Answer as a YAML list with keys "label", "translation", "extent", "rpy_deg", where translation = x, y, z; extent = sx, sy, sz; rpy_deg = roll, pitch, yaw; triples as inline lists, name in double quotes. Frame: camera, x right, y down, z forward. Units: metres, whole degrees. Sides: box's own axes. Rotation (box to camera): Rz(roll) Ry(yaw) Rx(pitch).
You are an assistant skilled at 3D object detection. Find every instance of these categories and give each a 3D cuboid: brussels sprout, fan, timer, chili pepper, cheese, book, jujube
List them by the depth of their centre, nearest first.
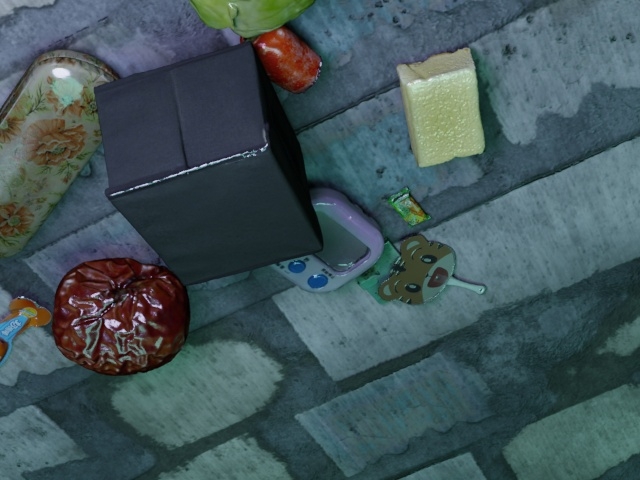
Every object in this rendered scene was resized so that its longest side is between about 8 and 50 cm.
- label: "brussels sprout"
  translation: [-0.096, -0.398, 1.629]
  extent: [0.244, 0.244, 0.244]
  rpy_deg: [-5, 133, -5]
- label: "chili pepper"
  translation: [-0.083, -0.298, 1.800]
  extent: [0.192, 0.084, 0.086]
  rpy_deg: [30, 105, -37]
- label: "jujube"
  translation: [-0.348, 0.138, 2.064]
  extent: [0.232, 0.213, 0.213]
  rpy_deg: [3, 132, -3]
- label: "timer"
  translation: [0.000, 0.000, 2.096]
  extent: [0.190, 0.069, 0.208]
  rpy_deg: [-36, 127, 21]
- label: "cheese"
  translation: [-0.605, 0.185, 2.181]
  extent: [0.256, 0.037, 0.106]
  rpy_deg: [-36, 130, 23]
- label: "book"
  translation: [0.117, 0.062, 2.208]
  extent: [0.103, 0.017, 0.135]
  rpy_deg: [-30, 130, 16]
- label: "fan"
  translation: [0.225, 0.070, 2.228]
  extent: [0.226, 0.008, 0.153]
  rpy_deg: [14, 116, -28]

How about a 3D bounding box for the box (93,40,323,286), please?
- label: "box"
  translation: [-0.166, -0.109, 1.812]
  extent: [0.251, 0.205, 0.345]
  rpy_deg: [-16, 152, 6]

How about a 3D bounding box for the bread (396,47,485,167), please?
- label: "bread"
  translation: [0.203, -0.218, 1.933]
  extent: [0.125, 0.068, 0.188]
  rpy_deg: [-13, 132, 3]

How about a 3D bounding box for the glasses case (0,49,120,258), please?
- label: "glasses case"
  translation: [-0.468, -0.129, 1.874]
  extent: [0.156, 0.098, 0.425]
  rpy_deg: [24, 123, -30]

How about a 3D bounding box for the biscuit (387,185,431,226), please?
- label: "biscuit"
  translation: [0.159, -0.056, 2.108]
  extent: [0.046, 0.016, 0.089]
  rpy_deg: [-30, 130, 16]
